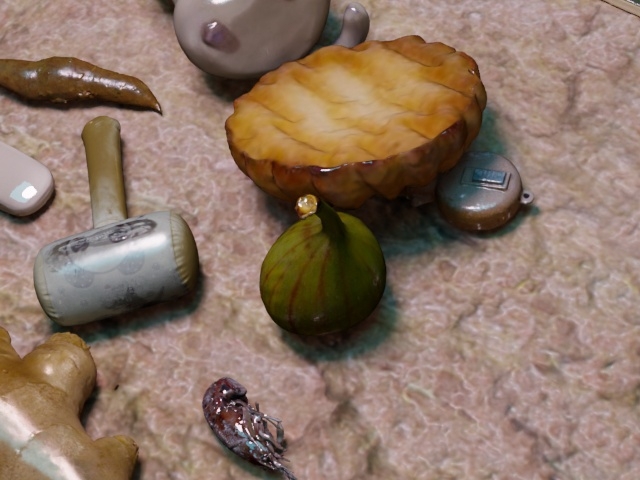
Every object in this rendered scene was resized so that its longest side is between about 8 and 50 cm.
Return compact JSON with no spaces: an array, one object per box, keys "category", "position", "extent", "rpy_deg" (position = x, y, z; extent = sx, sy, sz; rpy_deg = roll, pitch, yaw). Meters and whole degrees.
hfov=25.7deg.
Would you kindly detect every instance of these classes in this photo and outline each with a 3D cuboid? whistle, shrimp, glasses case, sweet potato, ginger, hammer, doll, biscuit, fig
[{"category":"whistle","position":[0.154,-0.069,1.725],"extent":[0.220,0.057,0.107],"rpy_deg":[9,56,18]},{"category":"shrimp","position":[-0.075,0.218,1.587],"extent":[0.165,0.057,0.065],"rpy_deg":[39,65,25]},{"category":"glasses case","position":[-0.439,-0.095,1.847],"extent":[0.204,0.051,0.081],"rpy_deg":[27,68,24]},{"category":"sweet potato","position":[-0.340,-0.215,1.900],"extent":[0.273,0.067,0.067],"rpy_deg":[11,61,10]},{"category":"ginger","position":[-0.329,0.228,1.616],"extent":[0.375,0.166,0.236],"rpy_deg":[38,32,3]},{"category":"hammer","position":[-0.267,-0.040,1.758],"extent":[0.201,0.113,0.305],"rpy_deg":[-14,52,-2]},{"category":"doll","position":[-0.126,-0.367,1.869],"extent":[0.215,0.226,0.370],"rpy_deg":[-50,62,20]},{"category":"biscuit","position":[0.048,-0.140,1.719],"extent":[0.325,0.107,0.326],"rpy_deg":[-9,32,6]},{"category":"fig","position":[0.000,0.000,1.591],"extent":[0.151,0.259,0.151],"rpy_deg":[-1,52,2]}]

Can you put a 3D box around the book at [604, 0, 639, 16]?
[{"category":"book","position":[0.458,-0.383,1.883],"extent":[0.264,0.027,0.202],"rpy_deg":[30,69,24]}]
